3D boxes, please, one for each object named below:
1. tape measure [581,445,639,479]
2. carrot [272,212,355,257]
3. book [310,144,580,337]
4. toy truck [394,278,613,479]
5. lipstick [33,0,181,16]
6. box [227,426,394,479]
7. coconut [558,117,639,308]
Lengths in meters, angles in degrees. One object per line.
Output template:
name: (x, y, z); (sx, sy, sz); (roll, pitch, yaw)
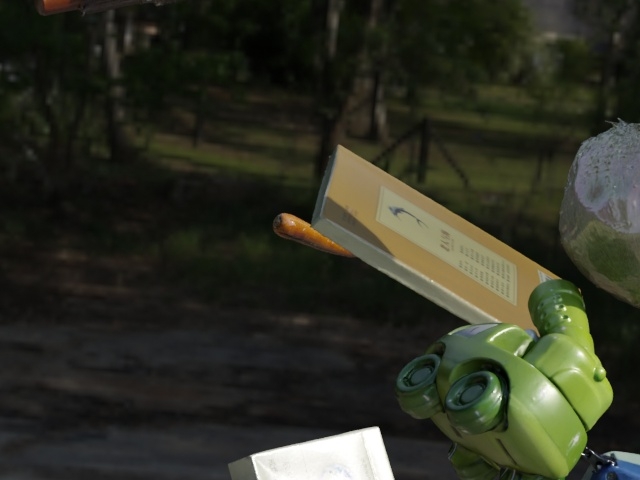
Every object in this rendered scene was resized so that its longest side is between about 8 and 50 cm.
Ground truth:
tape measure: (0.369, 0.360, 2.015); (0.351, 0.215, 0.098); (18, 20, -6)
carrot: (0.000, 0.000, 2.351); (0.190, 0.037, 0.037); (23, -10, -41)
book: (0.169, 0.024, 1.921); (0.389, 0.032, 0.269); (31, 22, -6)
toy truck: (0.193, 0.138, 1.444); (0.211, 0.148, 0.187); (-37, 23, -1)
lipstick: (-0.232, -0.347, 2.020); (0.300, 0.081, 0.081); (-13, 8, -18)
box: (-0.003, 0.389, 2.344); (0.257, 0.164, 0.069); (-7, -15, -39)
coconut: (0.331, -0.018, 1.519); (0.194, 0.194, 0.194); (6, 2, 0)
